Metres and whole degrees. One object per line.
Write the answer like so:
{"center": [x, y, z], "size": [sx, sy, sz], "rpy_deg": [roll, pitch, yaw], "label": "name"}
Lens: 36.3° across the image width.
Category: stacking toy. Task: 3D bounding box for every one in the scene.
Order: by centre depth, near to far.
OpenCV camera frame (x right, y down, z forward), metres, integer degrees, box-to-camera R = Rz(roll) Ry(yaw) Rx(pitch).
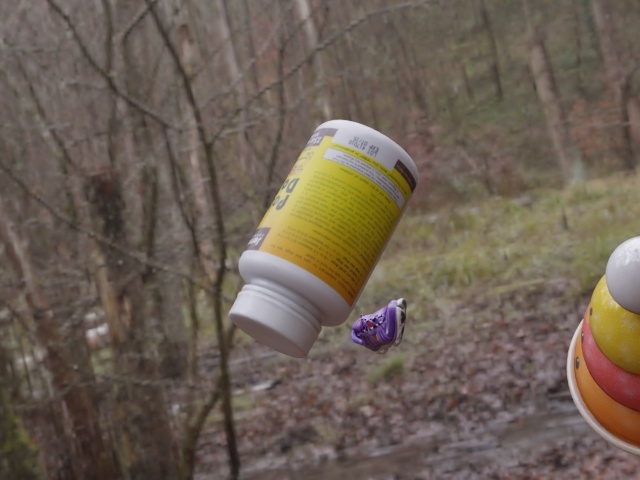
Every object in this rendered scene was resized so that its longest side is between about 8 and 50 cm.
{"center": [0.552, 0.126, 1.595], "size": [0.350, 0.351, 0.480], "rpy_deg": [-11, -35, 17], "label": "stacking toy"}

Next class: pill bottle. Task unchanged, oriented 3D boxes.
{"center": [0.000, 0.000, 0.934], "size": [0.117, 0.215, 0.117], "rpy_deg": [26, -18, 9], "label": "pill bottle"}

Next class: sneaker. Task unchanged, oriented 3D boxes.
{"center": [0.092, 0.141, 1.576], "size": [0.071, 0.068, 0.170], "rpy_deg": [14, -29, -10], "label": "sneaker"}
